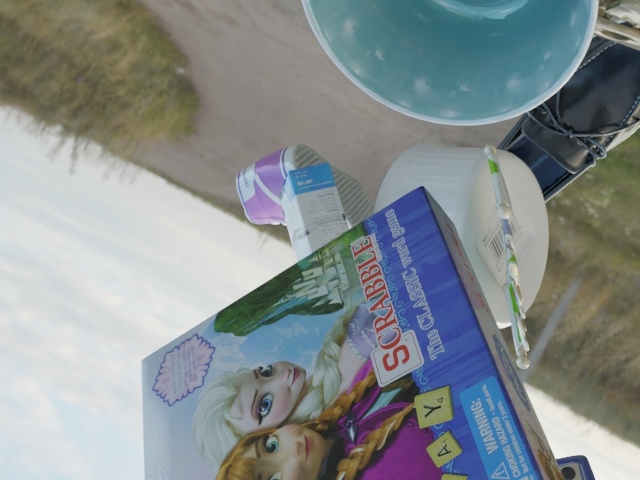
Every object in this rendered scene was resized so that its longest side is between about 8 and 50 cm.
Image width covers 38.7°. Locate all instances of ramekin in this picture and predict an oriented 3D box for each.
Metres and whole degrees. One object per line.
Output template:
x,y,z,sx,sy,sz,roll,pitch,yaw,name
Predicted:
0.208,-0.002,1.289,0.135,0.277,0.277,3,163,42,ramekin

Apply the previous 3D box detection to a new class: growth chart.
0.230,0.022,1.113,0.021,0.237,0.172,-8,-150,9,growth chart

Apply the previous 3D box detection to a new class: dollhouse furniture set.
0.362,-0.304,0.952,0.101,0.182,0.161,18,-174,-5,dollhouse furniture set

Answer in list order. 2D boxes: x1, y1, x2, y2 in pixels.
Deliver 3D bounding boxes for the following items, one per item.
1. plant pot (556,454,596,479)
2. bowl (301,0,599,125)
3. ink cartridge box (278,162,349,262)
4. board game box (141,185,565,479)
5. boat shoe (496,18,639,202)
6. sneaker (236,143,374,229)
0.285,0.426,1.236,0.235,0.236,0.212,-13,148,3,plant pot
0.149,-0.293,0.960,0.311,0.163,0.312,17,136,17,bowl
0.000,0.000,1.220,0.060,0.180,0.104,-13,166,-14,ink cartridge box
0.001,0.150,0.716,0.066,0.318,0.319,45,-161,-38,board game box
0.468,-0.209,1.722,0.187,0.500,0.156,43,-141,2,boat shoe
-0.023,-0.053,1.490,0.161,0.102,0.282,-19,139,31,sneaker
